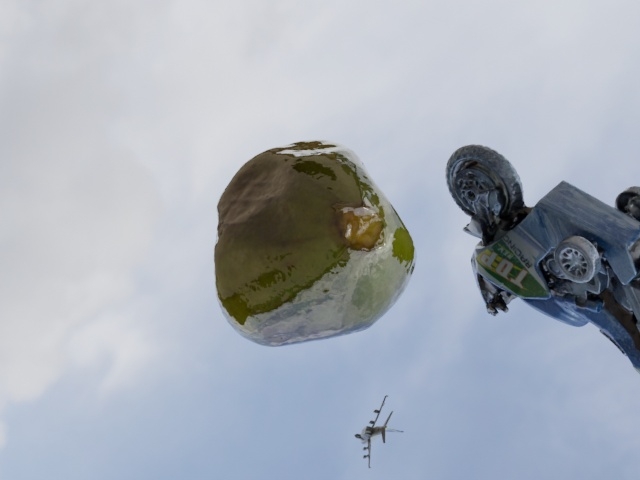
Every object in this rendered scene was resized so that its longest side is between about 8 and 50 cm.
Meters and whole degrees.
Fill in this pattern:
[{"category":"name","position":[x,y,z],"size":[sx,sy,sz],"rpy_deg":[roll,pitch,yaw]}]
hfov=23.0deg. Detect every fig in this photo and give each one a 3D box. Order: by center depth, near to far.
[{"category":"fig","position":[0.000,0.000,1.106],"size":[0.154,0.144,0.166],"rpy_deg":[-22,-173,-31]}]

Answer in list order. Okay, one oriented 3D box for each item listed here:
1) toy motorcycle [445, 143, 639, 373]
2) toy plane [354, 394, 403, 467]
[{"category":"toy motorcycle","position":[0.193,0.027,1.168],"size":[0.254,0.135,0.092],"rpy_deg":[31,-133,24]},{"category":"toy plane","position":[0.055,0.196,1.591],"size":[0.084,0.024,0.077],"rpy_deg":[-30,-139,60]}]
